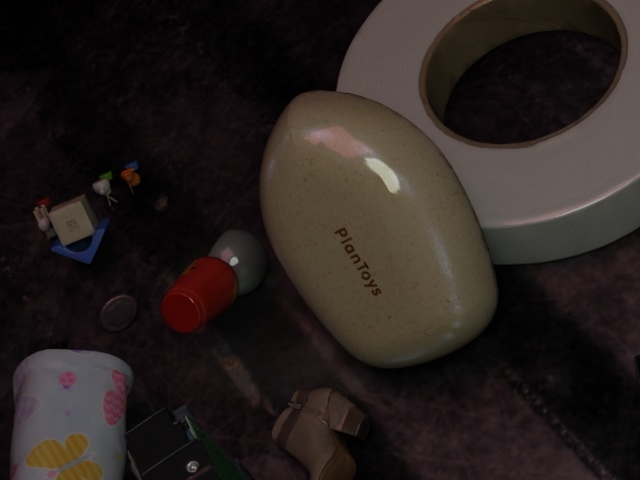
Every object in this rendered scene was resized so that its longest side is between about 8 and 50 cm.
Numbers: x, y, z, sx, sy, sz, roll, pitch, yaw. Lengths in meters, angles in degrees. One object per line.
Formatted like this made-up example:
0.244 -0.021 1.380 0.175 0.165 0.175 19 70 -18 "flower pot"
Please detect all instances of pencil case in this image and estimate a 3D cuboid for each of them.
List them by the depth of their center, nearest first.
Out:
-0.232 0.232 1.294 0.114 0.124 0.273 4 53 -9 "pencil case"

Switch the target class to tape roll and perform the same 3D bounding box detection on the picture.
0.206 -0.154 1.404 0.392 0.072 0.392 -12 52 16 "tape roll"

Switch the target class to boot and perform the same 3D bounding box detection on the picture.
-0.009 0.187 1.283 0.087 0.042 0.118 12 61 38 "boot"

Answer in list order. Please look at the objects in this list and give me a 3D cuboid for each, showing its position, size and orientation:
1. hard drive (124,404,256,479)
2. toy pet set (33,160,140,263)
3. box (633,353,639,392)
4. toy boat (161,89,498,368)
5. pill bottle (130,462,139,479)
-0.022 0.302 1.074 0.064 0.237 0.339 -33 50 0 "hard drive"
-0.246 -0.023 1.543 0.122 0.065 0.114 -22 15 6 "toy pet set"
0.371 0.148 1.122 0.220 0.051 0.175 -16 52 14 "box"
0.000 0.000 1.315 0.318 0.267 0.148 -19 13 31 "toy boat"
-0.136 0.224 1.309 0.043 0.043 0.083 -41 50 -7 "pill bottle"
